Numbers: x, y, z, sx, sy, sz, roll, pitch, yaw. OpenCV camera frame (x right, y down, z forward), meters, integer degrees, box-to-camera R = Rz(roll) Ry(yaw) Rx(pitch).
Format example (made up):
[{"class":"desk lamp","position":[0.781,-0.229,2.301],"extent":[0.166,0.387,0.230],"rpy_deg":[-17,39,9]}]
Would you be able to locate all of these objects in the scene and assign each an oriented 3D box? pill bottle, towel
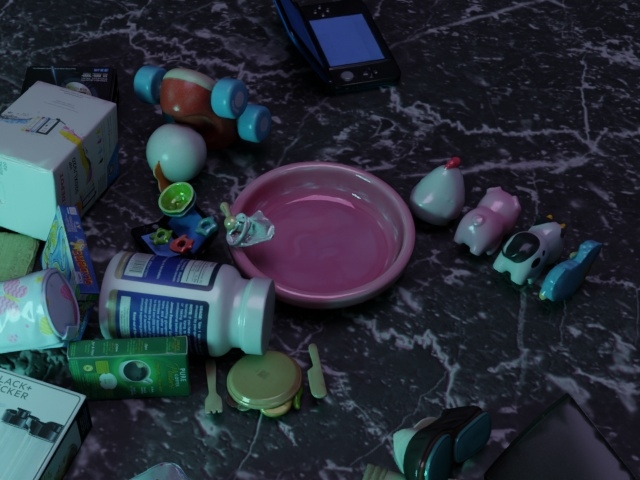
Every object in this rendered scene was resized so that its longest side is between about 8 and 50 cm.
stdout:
[{"class":"pill bottle","position":[-0.212,0.107,1.721],"extent":[0.264,0.153,0.153],"rpy_deg":[8,48,7]},{"class":"towel","position":[-0.553,0.043,1.850],"extent":[0.110,0.027,0.148],"rpy_deg":[2,49,0]}]

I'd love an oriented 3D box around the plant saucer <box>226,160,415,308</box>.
[{"class":"plant saucer","position":[0.000,0.000,1.882],"extent":[0.332,0.084,0.332],"rpy_deg":[1,49,-2]}]

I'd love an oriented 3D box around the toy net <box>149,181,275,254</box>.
[{"class":"toy net","position":[-0.190,-0.028,1.825],"extent":[0.232,0.045,0.122],"rpy_deg":[12,58,29]}]

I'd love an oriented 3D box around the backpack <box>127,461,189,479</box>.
[{"class":"backpack","position":[-0.240,0.412,1.462],"extent":[0.188,0.144,0.166],"rpy_deg":[-29,61,-22]}]

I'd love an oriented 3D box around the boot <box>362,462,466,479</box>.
[{"class":"boot","position":[0.120,0.420,1.516],"extent":[0.165,0.077,0.213],"rpy_deg":[11,42,6]}]

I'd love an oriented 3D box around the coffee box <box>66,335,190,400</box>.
[{"class":"coffee box","position":[-0.297,0.202,1.667],"extent":[0.184,0.113,0.040],"rpy_deg":[-3,45,-4]}]

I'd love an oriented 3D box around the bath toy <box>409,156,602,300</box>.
[{"class":"bath toy","position":[0.323,-0.032,1.901],"extent":[0.348,0.129,0.151],"rpy_deg":[34,21,23]}]

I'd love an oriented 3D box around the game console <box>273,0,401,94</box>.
[{"class":"game console","position":[0.018,-0.466,2.240],"extent":[0.250,0.173,0.293],"rpy_deg":[-11,50,-12]}]

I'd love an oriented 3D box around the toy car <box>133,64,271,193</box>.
[{"class":"toy car","position":[-0.250,-0.184,2.001],"extent":[0.219,0.210,0.238],"rpy_deg":[14,77,26]}]

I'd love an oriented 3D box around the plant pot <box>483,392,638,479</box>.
[{"class":"plant pot","position":[0.338,0.367,1.515],"extent":[0.167,0.188,0.187],"rpy_deg":[-27,54,-11]}]

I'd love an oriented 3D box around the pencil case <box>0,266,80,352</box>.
[{"class":"pencil case","position":[-0.512,0.130,1.639],"extent":[0.273,0.113,0.124],"rpy_deg":[-16,65,11]}]

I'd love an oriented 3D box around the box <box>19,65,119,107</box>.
[{"class":"box","position":[-0.497,-0.270,2.100],"extent":[0.180,0.078,0.147],"rpy_deg":[1,49,-3]}]

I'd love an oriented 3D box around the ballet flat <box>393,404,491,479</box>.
[{"class":"ballet flat","position":[0.165,0.308,1.558],"extent":[0.096,0.095,0.280],"rpy_deg":[5,7,27]}]

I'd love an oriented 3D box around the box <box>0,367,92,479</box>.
[{"class":"box","position":[-0.476,0.338,1.549],"extent":[0.169,0.087,0.290],"rpy_deg":[16,49,11]}]

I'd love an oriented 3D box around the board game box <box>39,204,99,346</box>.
[{"class":"board game box","position":[-0.421,0.058,1.770],"extent":[0.035,0.136,0.201],"rpy_deg":[3,43,-30]}]

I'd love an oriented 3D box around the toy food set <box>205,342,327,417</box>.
[{"class":"toy food set","position":[-0.090,0.232,1.706],"extent":[0.192,0.039,0.132],"rpy_deg":[-7,42,-3]}]

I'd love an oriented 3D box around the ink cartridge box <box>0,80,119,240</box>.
[{"class":"ink cartridge box","position":[-0.490,-0.142,1.904],"extent":[0.168,0.171,0.233],"rpy_deg":[17,42,11]}]

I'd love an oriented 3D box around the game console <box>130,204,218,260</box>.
[{"class":"game console","position":[-0.261,-0.015,1.885],"extent":[0.107,0.071,0.122],"rpy_deg":[-17,49,-37]}]
